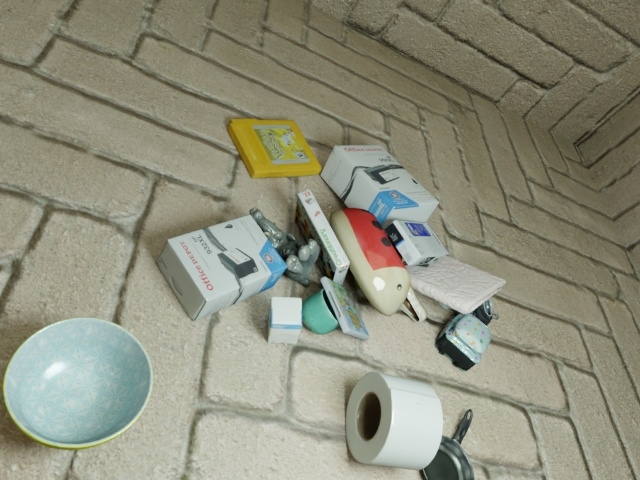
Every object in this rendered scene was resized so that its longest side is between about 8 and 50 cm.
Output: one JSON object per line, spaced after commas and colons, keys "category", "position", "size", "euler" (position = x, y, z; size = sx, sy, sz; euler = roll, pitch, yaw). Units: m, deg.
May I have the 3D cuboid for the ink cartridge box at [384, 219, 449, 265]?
{"category": "ink cartridge box", "position": [0.369, 0.008, 1.905], "size": [0.333, 0.065, 0.165], "euler": [0, 53, -57]}

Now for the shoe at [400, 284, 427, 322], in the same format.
{"category": "shoe", "position": [0.311, 0.210, 1.872], "size": [0.219, 0.076, 0.058], "euler": [52, 39, 10]}

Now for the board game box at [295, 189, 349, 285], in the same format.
{"category": "board game box", "position": [0.000, 0.000, 1.746], "size": [0.053, 0.193, 0.305], "euler": [-21, 66, -16]}

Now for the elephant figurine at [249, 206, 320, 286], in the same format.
{"category": "elephant figurine", "position": [-0.133, 0.024, 1.676], "size": [0.240, 0.185, 0.169], "euler": [24, 2, 20]}

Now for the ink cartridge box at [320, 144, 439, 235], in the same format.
{"category": "ink cartridge box", "position": [0.232, -0.211, 2.051], "size": [0.286, 0.166, 0.395], "euler": [-9, 49, -41]}

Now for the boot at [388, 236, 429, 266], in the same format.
{"category": "boot", "position": [0.347, 0.033, 2.019], "size": [0.137, 0.076, 0.197], "euler": [7, 47, -11]}

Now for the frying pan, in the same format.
{"category": "frying pan", "position": [0.390, 0.647, 1.579], "size": [0.197, 0.053, 0.326], "euler": [27, 42, -13]}

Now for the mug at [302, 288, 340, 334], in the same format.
{"category": "mug", "position": [0.007, 0.243, 1.609], "size": [0.157, 0.097, 0.129], "euler": [56, 13, -14]}

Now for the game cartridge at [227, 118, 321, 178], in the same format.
{"category": "game cartridge", "position": [-0.186, -0.375, 2.037], "size": [0.324, 0.052, 0.285], "euler": [-9, 61, -40]}

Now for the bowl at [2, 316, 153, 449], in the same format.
{"category": "bowl", "position": [-0.537, 0.332, 1.124], "size": [0.290, 0.156, 0.289], "euler": [19, 47, -22]}

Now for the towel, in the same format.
{"category": "towel", "position": [0.492, 0.154, 1.949], "size": [0.332, 0.053, 0.317], "euler": [25, 30, 38]}

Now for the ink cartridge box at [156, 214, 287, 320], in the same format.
{"category": "ink cartridge box", "position": [-0.293, 0.073, 1.529], "size": [0.308, 0.129, 0.223], "euler": [-22, 69, -43]}

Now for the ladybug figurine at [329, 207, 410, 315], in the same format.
{"category": "ladybug figurine", "position": [0.176, 0.048, 1.765], "size": [0.449, 0.162, 0.305], "euler": [63, 8, 30]}

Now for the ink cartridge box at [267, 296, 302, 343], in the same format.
{"category": "ink cartridge box", "position": [-0.110, 0.245, 1.515], "size": [0.090, 0.143, 0.092], "euler": [4, 51, -10]}

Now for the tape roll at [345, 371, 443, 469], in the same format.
{"category": "tape roll", "position": [0.202, 0.506, 1.426], "size": [0.169, 0.246, 0.246], "euler": [18, 47, -22]}

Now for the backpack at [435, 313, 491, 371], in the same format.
{"category": "backpack", "position": [0.534, 0.354, 1.860], "size": [0.166, 0.144, 0.188], "euler": [39, 39, 8]}

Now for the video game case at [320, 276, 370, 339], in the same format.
{"category": "video game case", "position": [0.083, 0.225, 1.658], "size": [0.212, 0.023, 0.193], "euler": [36, 27, -61]}

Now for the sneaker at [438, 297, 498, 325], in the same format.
{"category": "sneaker", "position": [0.568, 0.231, 1.974], "size": [0.268, 0.153, 0.101], "euler": [47, 43, 7]}
